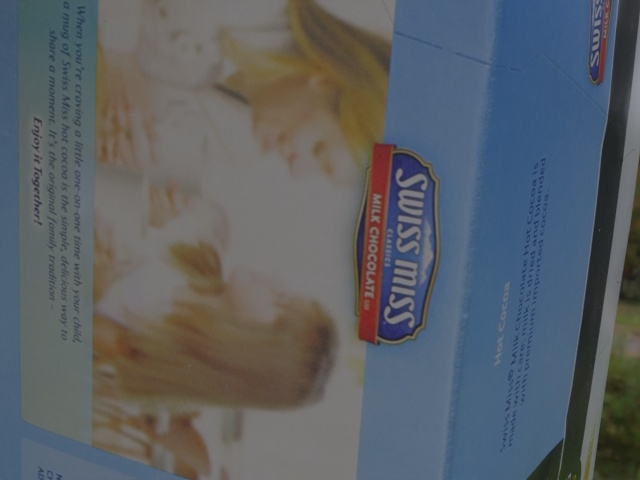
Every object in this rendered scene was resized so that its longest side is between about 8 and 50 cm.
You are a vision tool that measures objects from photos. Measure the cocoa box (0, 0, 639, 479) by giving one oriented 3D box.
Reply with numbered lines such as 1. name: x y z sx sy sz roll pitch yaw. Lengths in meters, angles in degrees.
1. cocoa box: 0.000 0.000 0.576 0.231 0.347 0.228 13 20 25
